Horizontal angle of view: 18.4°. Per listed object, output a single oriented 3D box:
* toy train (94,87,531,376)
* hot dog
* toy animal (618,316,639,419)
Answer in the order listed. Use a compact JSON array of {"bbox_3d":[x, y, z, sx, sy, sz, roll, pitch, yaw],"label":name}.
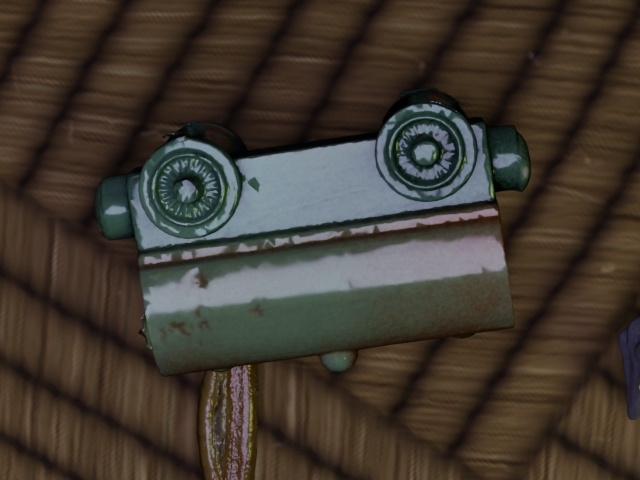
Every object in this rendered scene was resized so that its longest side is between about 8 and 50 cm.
[{"bbox_3d":[0.000,0.000,1.294,0.286,0.116,0.177,-8,98,2],"label":"toy train"},{"bbox_3d":[-0.064,0.119,1.355,0.044,0.028,0.137,0,96,1],"label":"hot dog"},{"bbox_3d":[0.295,0.096,1.304,0.206,0.081,0.367,15,97,-16],"label":"toy animal"}]
